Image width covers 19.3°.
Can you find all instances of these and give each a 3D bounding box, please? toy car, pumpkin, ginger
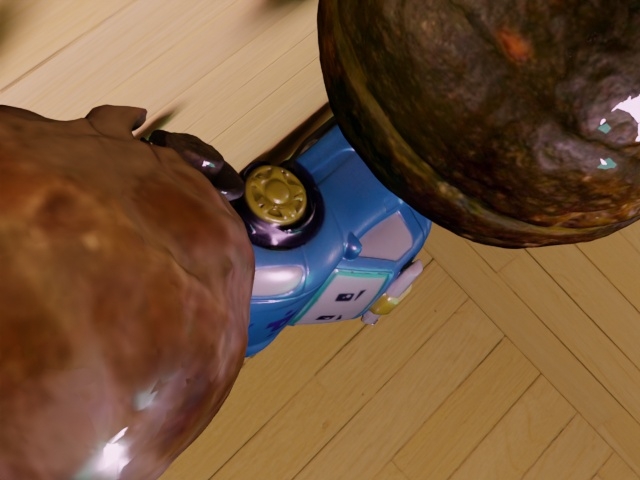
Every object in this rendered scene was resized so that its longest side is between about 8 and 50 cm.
[{"bbox_3d":[0.000,0.000,1.559,0.314,0.166,0.198,-41,174,-39],"label":"toy car"},{"bbox_3d":[0.141,-0.131,0.850,0.320,0.192,0.320,-42,177,-3],"label":"pumpkin"},{"bbox_3d":[-0.129,0.146,0.558,0.256,0.176,0.375,-35,145,-34],"label":"ginger"}]

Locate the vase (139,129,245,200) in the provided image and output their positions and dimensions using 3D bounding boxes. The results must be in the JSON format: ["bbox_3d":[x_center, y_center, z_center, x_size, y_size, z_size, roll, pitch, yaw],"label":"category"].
[{"bbox_3d":[-0.100,0.031,0.915,0.183,0.120,0.120,-61,173,18],"label":"vase"}]
